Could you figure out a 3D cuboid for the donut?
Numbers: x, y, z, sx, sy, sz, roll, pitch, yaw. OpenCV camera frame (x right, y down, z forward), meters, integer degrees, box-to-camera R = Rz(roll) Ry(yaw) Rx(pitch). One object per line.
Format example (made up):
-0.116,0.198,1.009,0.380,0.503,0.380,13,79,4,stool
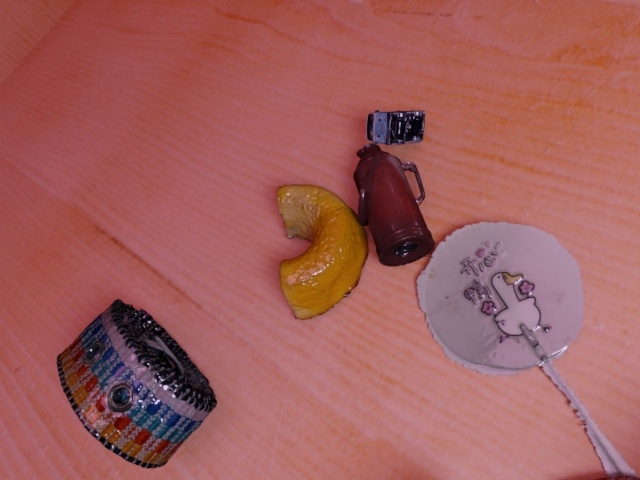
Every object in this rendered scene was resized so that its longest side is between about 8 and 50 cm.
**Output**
0.004,-0.005,0.837,0.152,0.101,0.259,-14,55,10,donut

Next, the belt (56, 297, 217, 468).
-0.317,0.232,0.783,0.295,0.207,0.160,34,79,35,belt

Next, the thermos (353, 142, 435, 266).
0.118,-0.078,0.816,0.124,0.099,0.232,-14,59,1,thermos

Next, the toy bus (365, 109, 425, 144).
0.133,-0.208,0.862,0.074,0.123,0.060,15,113,38,toy bus

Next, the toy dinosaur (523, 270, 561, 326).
0.316,0.072,0.697,0.060,0.029,0.120,17,77,46,toy dinosaur

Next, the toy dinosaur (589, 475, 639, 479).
0.332,0.307,0.544,0.242,0.053,0.167,-2,63,28,toy dinosaur

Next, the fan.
0.295,0.142,0.654,0.233,0.012,0.415,-38,58,15,fan
